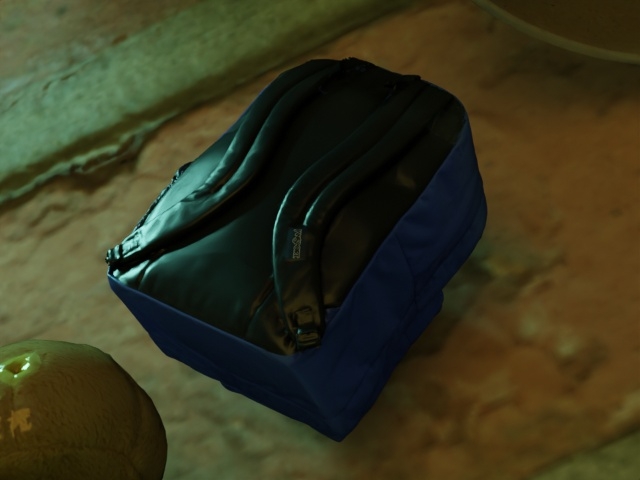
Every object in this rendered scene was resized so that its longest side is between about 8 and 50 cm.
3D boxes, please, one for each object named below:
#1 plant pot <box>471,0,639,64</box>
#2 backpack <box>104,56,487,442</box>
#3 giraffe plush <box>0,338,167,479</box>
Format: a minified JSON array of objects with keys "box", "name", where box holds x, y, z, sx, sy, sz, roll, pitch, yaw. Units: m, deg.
[{"box":[0.140,-0.233,0.434,0.284,0.284,0.191,-15,38,12],"name":"plant pot"},{"box":[0.000,0.000,0.428,0.098,0.101,0.120,23,66,28],"name":"backpack"},{"box":[-0.096,0.106,0.367,0.210,0.181,0.170,-13,43,-7],"name":"giraffe plush"}]
